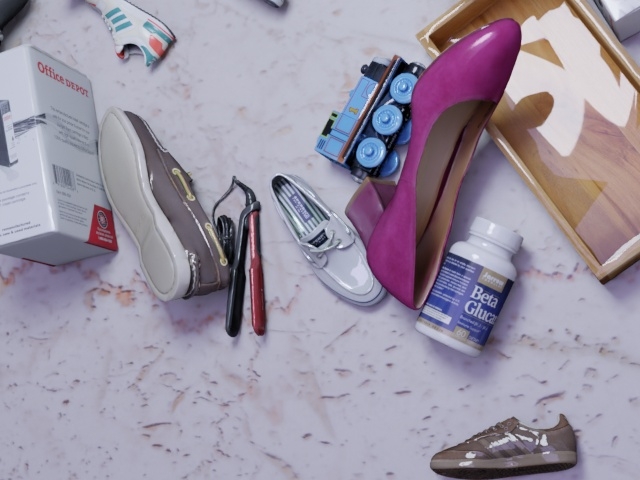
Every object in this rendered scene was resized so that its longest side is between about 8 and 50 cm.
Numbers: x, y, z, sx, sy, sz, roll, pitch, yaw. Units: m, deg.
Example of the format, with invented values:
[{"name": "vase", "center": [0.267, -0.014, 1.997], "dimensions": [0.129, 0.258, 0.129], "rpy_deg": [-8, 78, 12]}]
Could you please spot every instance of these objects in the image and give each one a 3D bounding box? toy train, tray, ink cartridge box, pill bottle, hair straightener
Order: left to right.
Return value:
[{"name": "ink cartridge box", "center": [-0.397, -0.116, 1.813], "dimensions": [0.114, 0.197, 0.272], "rpy_deg": [-13, 78, 14]}, {"name": "hair straightener", "center": [-0.126, 0.023, 1.791], "dimensions": [0.089, 0.047, 0.230], "rpy_deg": [-6, 80, 16]}, {"name": "toy train", "center": [0.074, -0.169, 1.744], "dimensions": [0.105, 0.080, 0.184], "rpy_deg": [28, 91, 24]}, {"name": "pill bottle", "center": [0.198, 0.059, 1.663], "dimensions": [0.094, 0.094, 0.169], "rpy_deg": [25, 90, 18]}, {"name": "tray", "center": [0.326, -0.167, 1.670], "dimensions": [0.203, 0.076, 0.411], "rpy_deg": [-37, 75, 9]}, {"name": "ink cartridge box", "center": [0.377, -0.338, 1.664], "dimensions": [0.056, 0.099, 0.135], "rpy_deg": [-31, 74, 10]}]

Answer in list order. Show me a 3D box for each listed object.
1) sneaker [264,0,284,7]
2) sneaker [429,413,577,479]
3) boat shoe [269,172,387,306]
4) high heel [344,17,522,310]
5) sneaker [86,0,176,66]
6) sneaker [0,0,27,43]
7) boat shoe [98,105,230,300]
[{"name": "sneaker", "center": [-0.090, -0.455, 1.828], "dimensions": [0.163, 0.086, 0.226], "rpy_deg": [-45, 72, 9]}, {"name": "sneaker", "center": [0.235, 0.266, 1.649], "dimensions": [0.189, 0.066, 0.071], "rpy_deg": [-5, 64, 11]}, {"name": "boat shoe", "center": [0.000, 0.000, 1.741], "dimensions": [0.083, 0.076, 0.226], "rpy_deg": [-46, 73, 6]}, {"name": "high heel", "center": [0.173, -0.092, 1.608], "dimensions": [0.181, 0.127, 0.377], "rpy_deg": [59, 134, 33]}, {"name": "sneaker", "center": [-0.295, -0.314, 1.884], "dimensions": [0.161, 0.057, 0.075], "rpy_deg": [31, 86, 16]}, {"name": "sneaker", "center": [-0.532, -0.249, 1.928], "dimensions": [0.146, 0.122, 0.330], "rpy_deg": [44, 91, -3]}, {"name": "boat shoe", "center": [-0.224, -0.057, 1.803], "dimensions": [0.116, 0.097, 0.324], "rpy_deg": [-57, 49, 41]}]
